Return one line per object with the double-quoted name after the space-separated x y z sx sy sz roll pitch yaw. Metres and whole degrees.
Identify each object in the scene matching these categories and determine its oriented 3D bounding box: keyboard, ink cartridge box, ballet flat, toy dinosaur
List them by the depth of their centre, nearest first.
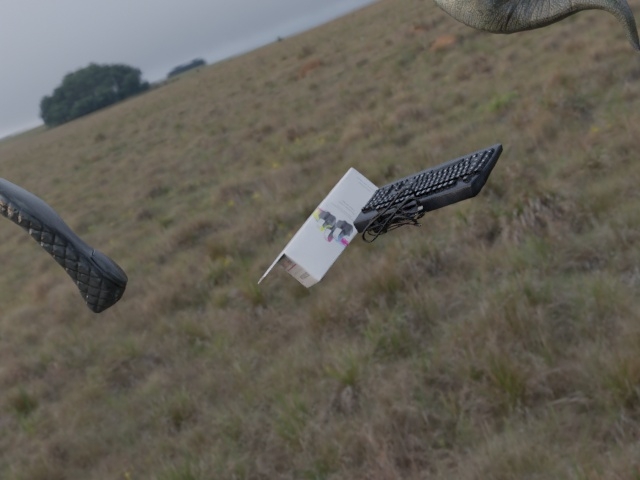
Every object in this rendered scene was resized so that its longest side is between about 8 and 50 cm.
0.145 -0.248 0.732 0.160 0.313 0.121 -36 -13 1 "toy dinosaur"
-0.257 0.001 0.786 0.049 0.173 0.057 -46 8 7 "ballet flat"
0.098 -0.054 0.886 0.192 0.038 0.100 -20 33 52 "keyboard"
0.000 0.000 1.099 0.181 0.061 0.104 -51 2 -12 "ink cartridge box"
